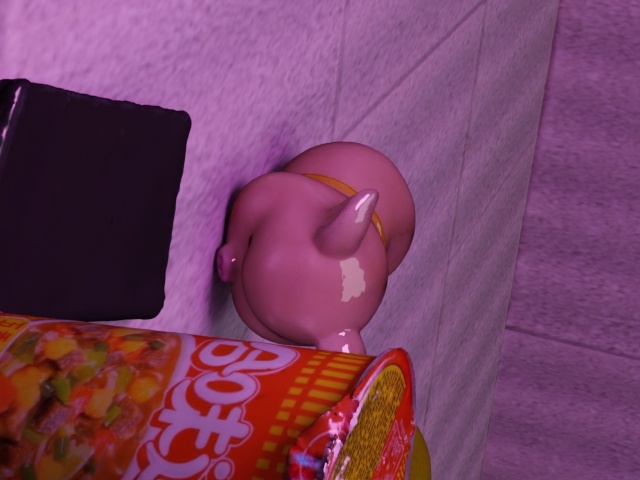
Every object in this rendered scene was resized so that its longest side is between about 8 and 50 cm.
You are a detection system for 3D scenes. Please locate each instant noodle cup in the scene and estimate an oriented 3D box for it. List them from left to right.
[{"bbox_3d":[-0.082,0.116,0.735,0.193,0.212,0.193,13,90,-75],"label":"instant noodle cup"}]

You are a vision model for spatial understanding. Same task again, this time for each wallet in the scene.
[{"bbox_3d":[-0.145,-0.018,0.954,0.285,0.030,0.146,0,105,-74],"label":"wallet"}]

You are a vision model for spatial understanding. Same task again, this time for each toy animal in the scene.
[{"bbox_3d":[0.001,0.003,1.312,0.248,0.149,0.165,-72,154,-66],"label":"toy animal"}]

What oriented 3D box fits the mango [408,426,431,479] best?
[{"bbox_3d":[0.023,0.288,1.608,0.185,0.149,0.273,81,31,-59],"label":"mango"}]
